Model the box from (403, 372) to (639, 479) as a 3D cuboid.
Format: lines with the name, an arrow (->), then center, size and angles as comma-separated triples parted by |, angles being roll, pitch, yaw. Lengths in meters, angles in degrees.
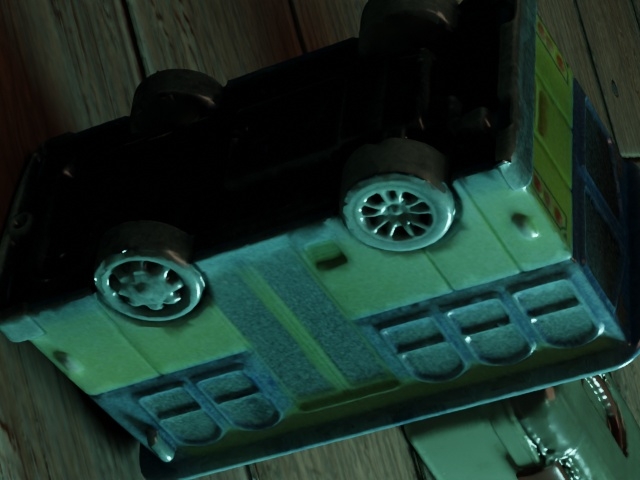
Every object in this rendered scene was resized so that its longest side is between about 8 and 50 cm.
box -> 0.163, 0.151, 1.497 | 0.210, 0.129, 0.148 | 55, 30, -32

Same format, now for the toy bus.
toy bus -> 0.000, 0.000, 1.023 | 0.190, 0.312, 0.152 | 52, 31, -39
